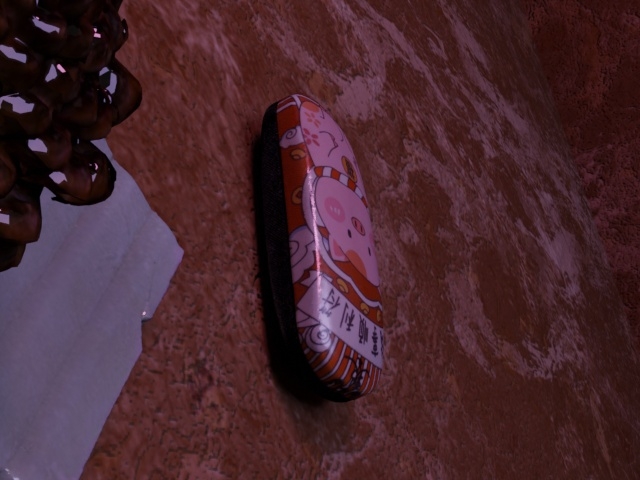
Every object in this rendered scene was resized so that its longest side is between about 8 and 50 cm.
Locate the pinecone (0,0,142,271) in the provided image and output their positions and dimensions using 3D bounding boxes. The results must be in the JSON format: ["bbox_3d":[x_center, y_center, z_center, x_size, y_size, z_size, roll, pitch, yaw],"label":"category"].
[{"bbox_3d":[-0.181,-0.088,0.390,0.221,0.221,0.222,46,31,-39],"label":"pinecone"}]

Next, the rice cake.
[{"bbox_3d":[-0.140,0.036,0.550,0.127,0.043,0.237,56,27,-22],"label":"rice cake"}]

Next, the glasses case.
[{"bbox_3d":[0.000,0.000,0.844,0.103,0.067,0.267,35,39,-48],"label":"glasses case"}]
